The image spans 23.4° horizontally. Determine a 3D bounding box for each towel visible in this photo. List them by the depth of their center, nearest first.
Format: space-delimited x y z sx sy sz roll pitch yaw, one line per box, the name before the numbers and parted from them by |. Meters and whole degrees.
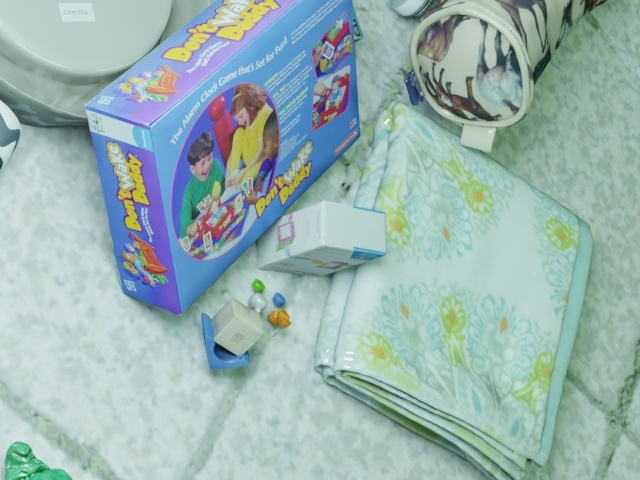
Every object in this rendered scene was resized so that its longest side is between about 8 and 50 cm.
towel | 0.165 0.062 1.808 0.320 0.090 0.374 33 57 -27

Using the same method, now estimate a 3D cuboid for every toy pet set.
toy pet set | -0.094 0.084 1.624 0.122 0.065 0.114 35 21 -29

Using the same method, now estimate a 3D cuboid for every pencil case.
pencil case | 0.248 -0.284 1.914 0.160 0.183 0.410 20 39 17

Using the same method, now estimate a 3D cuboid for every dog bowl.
dog bowl | -0.271 -0.273 1.559 0.348 0.102 0.349 14 67 -35

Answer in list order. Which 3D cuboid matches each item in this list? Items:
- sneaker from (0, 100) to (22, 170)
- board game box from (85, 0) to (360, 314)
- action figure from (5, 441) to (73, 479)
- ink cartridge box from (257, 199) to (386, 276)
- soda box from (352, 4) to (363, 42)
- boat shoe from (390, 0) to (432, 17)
sneaker | -0.394 -0.109 1.406 0.235 0.094 0.153 46 43 -31
board game box | -0.085 -0.121 1.589 0.347 0.078 0.233 -46 144 -39
action figure | -0.247 0.295 1.407 0.137 0.063 0.232 -10 86 -39
ink cartridge box | 0.000 0.000 1.673 0.088 0.122 0.052 9 73 -36
soda box | -0.015 -0.308 1.808 0.063 0.058 0.183 -14 85 -42
boat shoe | 0.157 -0.350 1.958 0.076 0.080 0.228 40 46 -20
